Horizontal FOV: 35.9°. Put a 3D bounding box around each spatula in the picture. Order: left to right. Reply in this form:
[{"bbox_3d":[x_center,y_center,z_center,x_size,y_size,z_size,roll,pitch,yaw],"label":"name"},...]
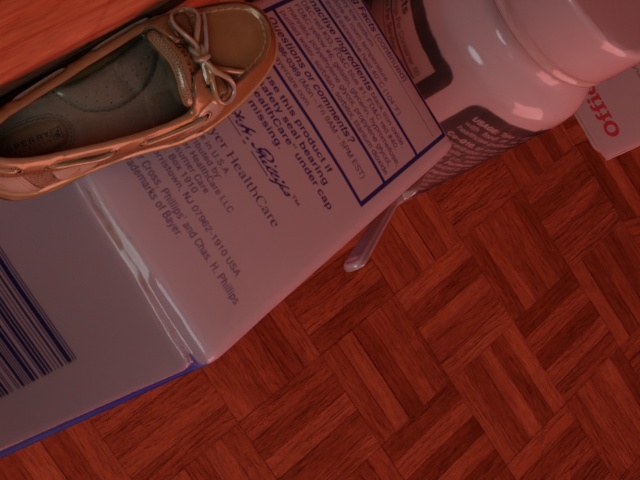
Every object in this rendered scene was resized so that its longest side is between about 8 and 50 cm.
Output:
[{"bbox_3d":[0.000,0.000,0.832,0.168,0.019,0.242,-18,-165,22],"label":"spatula"}]

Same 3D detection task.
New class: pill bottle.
[{"bbox_3d":[0.124,-0.170,0.937,0.361,0.204,0.204,-26,-171,46],"label":"pill bottle"}]

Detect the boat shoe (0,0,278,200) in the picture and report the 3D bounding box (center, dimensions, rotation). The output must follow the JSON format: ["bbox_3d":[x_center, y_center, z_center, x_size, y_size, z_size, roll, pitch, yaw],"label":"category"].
[{"bbox_3d":[-0.080,-0.065,0.430,0.153,0.056,0.048,-27,-175,-22],"label":"boat shoe"}]

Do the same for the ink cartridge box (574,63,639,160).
[{"bbox_3d":[0.408,-0.258,1.100,0.131,0.226,0.306,-35,-173,-41],"label":"ink cartridge box"}]

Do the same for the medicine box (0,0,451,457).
[{"bbox_3d":[-0.104,-0.017,0.635,0.263,0.149,0.289,-28,-172,41],"label":"medicine box"}]
